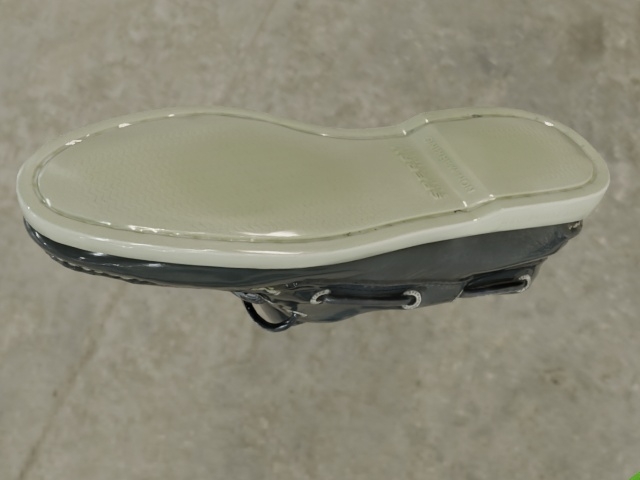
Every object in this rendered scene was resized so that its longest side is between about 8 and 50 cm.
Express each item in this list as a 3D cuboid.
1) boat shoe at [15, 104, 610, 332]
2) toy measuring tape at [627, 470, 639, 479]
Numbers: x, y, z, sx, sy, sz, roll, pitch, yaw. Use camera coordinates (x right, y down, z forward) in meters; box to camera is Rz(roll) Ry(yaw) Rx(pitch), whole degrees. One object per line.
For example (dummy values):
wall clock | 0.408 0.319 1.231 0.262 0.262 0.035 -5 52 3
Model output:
boat shoe | -0.001 -0.003 0.711 0.127 0.340 0.113 55 142 37
toy measuring tape | 0.349 0.177 0.992 0.330 0.121 0.121 -31 52 -20
